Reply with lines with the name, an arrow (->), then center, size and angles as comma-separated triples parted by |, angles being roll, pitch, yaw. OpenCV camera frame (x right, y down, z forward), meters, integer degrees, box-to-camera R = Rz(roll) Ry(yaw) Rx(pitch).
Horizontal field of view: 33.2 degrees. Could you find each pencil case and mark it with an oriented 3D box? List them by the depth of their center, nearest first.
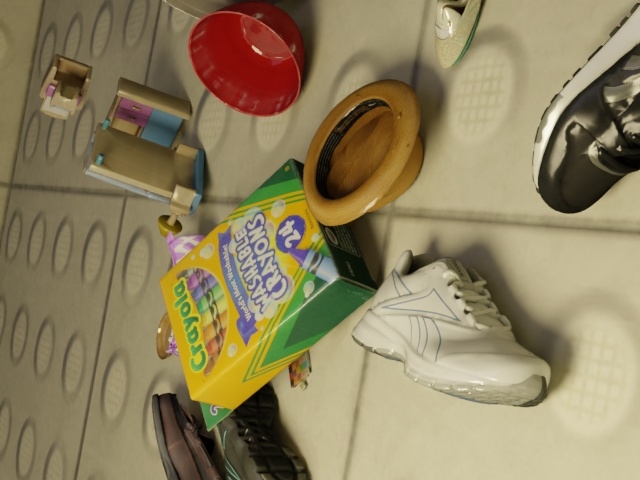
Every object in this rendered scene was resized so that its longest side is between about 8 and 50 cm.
pencil case -> -0.204, 0.091, 1.708 | 0.086, 0.088, 0.206 | 133, 139, -54

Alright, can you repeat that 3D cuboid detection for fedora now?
fedora -> 0.064, -0.097, 1.296 | 0.194, 0.079, 0.194 | -27, 49, 36

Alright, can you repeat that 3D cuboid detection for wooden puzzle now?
wooden puzzle -> -0.029, 0.167, 1.458 | 0.049, 0.006, 0.083 | -45, 44, 45

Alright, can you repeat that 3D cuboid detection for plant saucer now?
plant saucer -> -0.262, 0.166, 1.857 | 0.083, 0.015, 0.083 | -29, 55, 54

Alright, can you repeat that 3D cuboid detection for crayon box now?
crayon box -> -0.093, 0.075, 1.399 | 0.323, 0.083, 0.203 | -42, 49, 24

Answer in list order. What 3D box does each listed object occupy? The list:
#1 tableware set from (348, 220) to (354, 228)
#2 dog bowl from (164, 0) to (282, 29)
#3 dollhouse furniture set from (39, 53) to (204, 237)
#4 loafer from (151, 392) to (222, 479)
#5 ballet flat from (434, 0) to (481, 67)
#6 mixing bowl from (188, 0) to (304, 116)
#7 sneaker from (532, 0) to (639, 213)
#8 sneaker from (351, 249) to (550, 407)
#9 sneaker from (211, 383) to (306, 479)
tableware set -> 0.000, 0.000, 1.451 | 0.154, 0.024, 0.104 | -30, 58, 52
dog bowl -> -0.139, -0.471, 1.548 | 0.349, 0.349, 0.102 | -36, 25, 50
dollhouse furniture set -> -0.372, -0.124, 1.870 | 0.198, 0.286, 0.303 | -58, 24, 33
loafer -> -0.191, 0.340, 1.627 | 0.302, 0.095, 0.109 | -116, 16, -53
ballet flat -> 0.159, -0.281, 1.231 | 0.057, 0.052, 0.168 | 53, 126, 53
mixing bowl -> -0.092, -0.284, 1.586 | 0.181, 0.181, 0.098 | -38, 16, 49
sneaker -> 0.288, -0.114, 0.906 | 0.283, 0.107, 0.124 | -59, 41, 32
sneaker -> 0.132, 0.086, 1.109 | 0.297, 0.111, 0.129 | 25, 96, 59
sneaker -> -0.106, 0.280, 1.463 | 0.106, 0.101, 0.267 | -67, 30, 28
